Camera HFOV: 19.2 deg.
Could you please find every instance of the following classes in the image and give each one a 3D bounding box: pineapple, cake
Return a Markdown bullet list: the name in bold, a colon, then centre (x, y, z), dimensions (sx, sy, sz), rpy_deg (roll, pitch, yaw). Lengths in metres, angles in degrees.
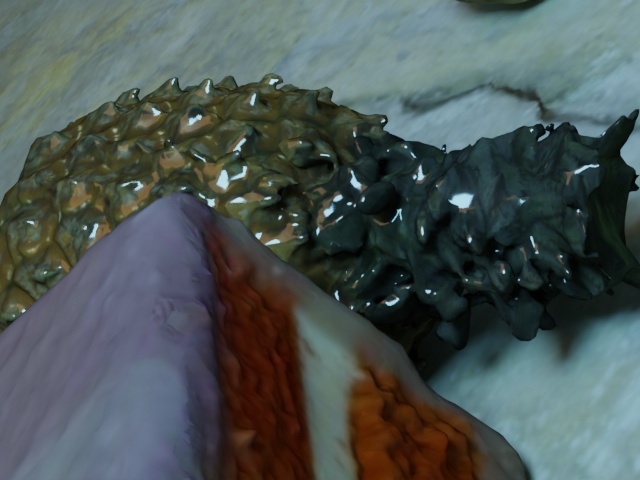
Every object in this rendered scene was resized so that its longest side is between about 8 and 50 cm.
- **pineapple**: centre (0.000, 0.000, 0.951), dimensions (0.362, 0.202, 0.202), rpy_deg (-11, 47, 43)
- **cake**: centre (-0.055, 0.166, 0.769), dimensions (0.230, 0.237, 0.309), rpy_deg (-39, 28, 24)

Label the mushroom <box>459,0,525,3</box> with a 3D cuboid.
- **mushroom**: centre (0.104, -0.211, 1.115), dimensions (0.154, 0.122, 0.154), rpy_deg (173, 90, -77)
